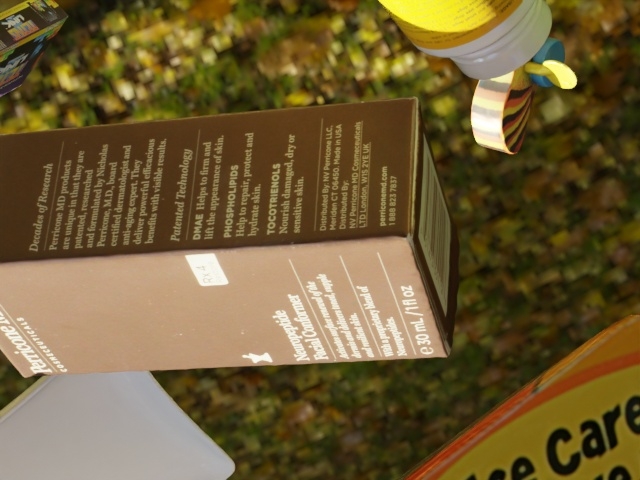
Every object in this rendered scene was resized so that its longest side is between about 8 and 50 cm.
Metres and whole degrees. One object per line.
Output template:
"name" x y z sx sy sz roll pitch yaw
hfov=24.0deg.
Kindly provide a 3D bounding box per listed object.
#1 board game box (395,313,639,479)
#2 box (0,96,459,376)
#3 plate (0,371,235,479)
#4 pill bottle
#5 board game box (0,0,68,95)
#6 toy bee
"board game box" 0.035 0.290 0.459 0.356 0.356 0.356 -36 171 -8
"box" -0.092 0.004 1.218 0.381 0.143 0.191 -3 148 14
"plate" -0.250 0.230 1.431 0.278 0.045 0.277 -39 139 -4
"pill bottle" 0.084 -0.215 1.095 0.117 0.117 0.215 -31 130 15
"board game box" -0.406 -0.223 1.864 0.141 0.048 0.170 -47 177 39
"toy bee" 0.267 -0.283 2.128 0.195 0.298 0.162 -6 163 29
